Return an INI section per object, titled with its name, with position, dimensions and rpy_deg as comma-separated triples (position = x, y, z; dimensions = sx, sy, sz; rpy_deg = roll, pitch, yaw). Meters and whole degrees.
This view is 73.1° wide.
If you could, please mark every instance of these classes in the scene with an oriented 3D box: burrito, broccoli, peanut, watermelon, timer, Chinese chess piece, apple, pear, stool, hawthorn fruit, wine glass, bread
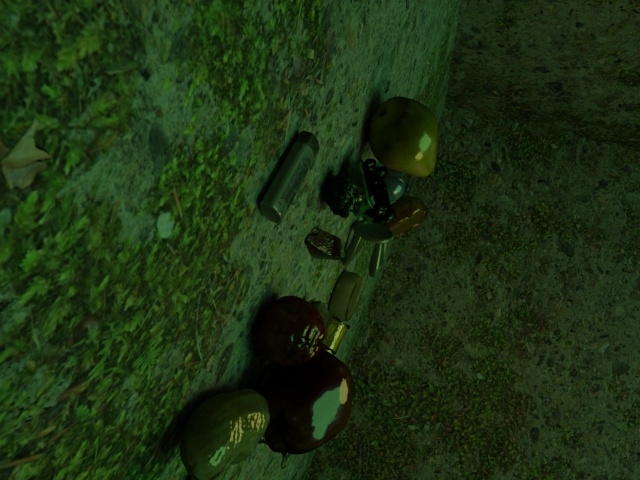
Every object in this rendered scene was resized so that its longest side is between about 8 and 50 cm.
[burrito]
position = -0.045, 0.304, 1.595
dimensions = 0.347, 0.107, 0.175
rpy_deg = -2, 111, -71
[broccoli]
position = 0.073, -0.153, 1.426
dimensions = 0.162, 0.137, 0.146
rpy_deg = -135, -131, -63
[peanut]
position = -0.234, 0.460, 1.065
dimensions = 0.174, 0.158, 0.340
rpy_deg = -69, 158, -8
[watermelon]
position = -0.007, 0.006, 1.491
dimensions = 0.158, 0.121, 0.098
rpy_deg = 20, 69, -31
[timer]
position = 0.324, -0.312, 2.085
dimensions = 0.175, 0.175, 0.256
rpy_deg = 44, 39, -73
[Chinese chess piece]
position = 0.128, 0.279, 2.151
dimensions = 0.249, 0.102, 0.250
rpy_deg = 19, 90, -74
[apple]
position = -0.047, 0.491, 1.335
dimensions = 0.316, 0.288, 0.289
rpy_deg = -28, 137, -48
[pear]
position = 0.341, -0.398, 1.675
dimensions = 0.336, 0.284, 0.285
rpy_deg = 11, 100, -37
[stool]
position = 0.221, 0.032, 2.019
dimensions = 0.195, 0.195, 0.199
rpy_deg = -40, 150, -62
[hawthorn fruit]
position = -0.059, 0.274, 1.255
dimensions = 0.207, 0.243, 0.208
rpy_deg = -47, 146, -47
[wine glass]
position = -0.180, 0.663, 1.422
dimensions = 0.122, 0.182, 0.122
rpy_deg = 19, 90, -73
[bread]
position = 0.416, -0.125, 2.374
dimensions = 0.336, 0.148, 0.328
rpy_deg = -34, 163, 14

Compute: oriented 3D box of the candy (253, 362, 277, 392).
[candy]
position = -0.184, 0.506, 1.444
dimensions = 0.312, 0.061, 0.088
rpy_deg = -55, 155, -44

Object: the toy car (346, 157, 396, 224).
[toy car]
position = 0.176, -0.168, 1.647
dimensions = 0.358, 0.176, 0.214
rpy_deg = 9, 68, -66

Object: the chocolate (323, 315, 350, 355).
[chocolate]
position = -0.034, 0.521, 1.791
dimensions = 0.446, 0.162, 0.162
rpy_deg = -63, 163, -20

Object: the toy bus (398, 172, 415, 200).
[toy bus]
position = 0.460, -0.321, 2.482
dimensions = 0.142, 0.141, 0.203
rpy_deg = 72, 40, -65

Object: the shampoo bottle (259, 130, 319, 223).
[shampoo bottle]
position = -0.072, -0.155, 1.046
dimensions = 0.086, 0.055, 0.228
rpy_deg = 73, 39, -62

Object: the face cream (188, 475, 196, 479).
[face cream]
position = -0.335, 0.686, 1.144
dimensions = 0.143, 0.089, 0.315
rpy_deg = 90, 14, -51
